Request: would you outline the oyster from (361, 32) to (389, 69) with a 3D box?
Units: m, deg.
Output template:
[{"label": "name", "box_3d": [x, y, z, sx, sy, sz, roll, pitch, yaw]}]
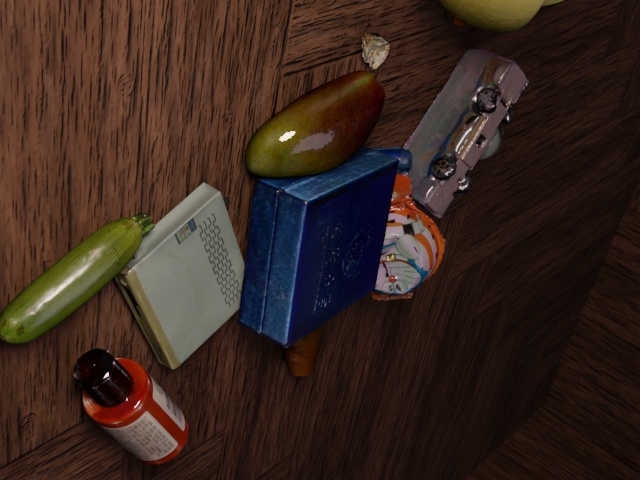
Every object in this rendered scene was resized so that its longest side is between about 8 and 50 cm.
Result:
[{"label": "oyster", "box_3d": [0.084, -0.309, 1.489, 0.054, 0.019, 0.083, -57, 154, 3]}]

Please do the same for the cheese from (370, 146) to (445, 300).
[{"label": "cheese", "box_3d": [0.120, -0.023, 1.696, 0.129, 0.216, 0.329, -84, 170, -56]}]

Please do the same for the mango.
[{"label": "mango", "box_3d": [0.001, -0.168, 1.411, 0.267, 0.111, 0.133, -34, 156, -28]}]

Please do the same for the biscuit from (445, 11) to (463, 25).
[{"label": "biscuit", "box_3d": [0.291, -0.495, 1.604, 0.165, 0.036, 0.250, -29, 141, -42]}]

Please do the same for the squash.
[{"label": "squash", "box_3d": [-0.309, 0.042, 1.187, 0.252, 0.066, 0.066, -44, 149, -24]}]

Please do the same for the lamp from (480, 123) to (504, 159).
[{"label": "lamp", "box_3d": [0.317, -0.213, 1.861, 0.105, 0.105, 0.105, -38, 147, -31]}]

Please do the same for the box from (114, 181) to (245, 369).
[{"label": "box", "box_3d": [-0.198, 0.056, 1.396, 0.211, 0.045, 0.270, -45, 149, -21]}]

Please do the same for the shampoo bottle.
[{"label": "shampoo bottle", "box_3d": [-0.288, 0.245, 1.386, 0.104, 0.104, 0.278, -47, 151, -17]}]

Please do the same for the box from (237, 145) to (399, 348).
[{"label": "box", "box_3d": [0.000, 0.000, 1.524, 0.279, 0.116, 0.261, -28, 135, -50]}]

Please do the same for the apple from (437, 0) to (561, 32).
[{"label": "apple", "box_3d": [0.284, -0.453, 1.380, 0.292, 0.292, 0.254, -43, 172, -24]}]

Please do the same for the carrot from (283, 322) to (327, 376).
[{"label": "carrot", "box_3d": [-0.032, 0.185, 1.749, 0.087, 0.087, 0.193, -33, 146, -37]}]

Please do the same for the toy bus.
[{"label": "toy bus", "box_3d": [0.257, -0.207, 1.749, 0.317, 0.138, 0.112, -56, 147, 1]}]
